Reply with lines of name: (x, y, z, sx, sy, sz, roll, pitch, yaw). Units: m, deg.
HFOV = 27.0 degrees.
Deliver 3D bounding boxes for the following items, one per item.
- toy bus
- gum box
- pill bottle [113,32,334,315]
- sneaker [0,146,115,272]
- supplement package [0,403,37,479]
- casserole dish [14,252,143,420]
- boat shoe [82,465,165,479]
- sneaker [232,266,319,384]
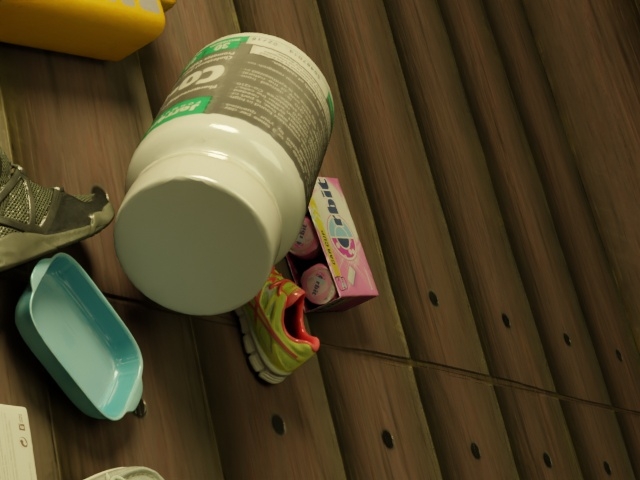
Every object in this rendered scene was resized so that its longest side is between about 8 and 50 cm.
toy bus: (-0.286, -0.289, 1.521, 0.332, 0.108, 0.130, 0, 67, -59)
gum box: (0.000, 0.000, 1.810, 0.107, 0.062, 0.188, 2, 65, -59)
pill bottle: (-0.105, -0.082, 1.525, 0.204, 0.204, 0.361, 53, 24, -20)
sneaker: (-0.295, -0.043, 1.325, 0.227, 0.087, 0.130, -23, 94, -56)
supplement package: (-0.328, 0.188, 1.061, 0.179, 0.105, 0.105, 19, 52, -52)
casserole dish: (-0.243, 0.100, 1.328, 0.188, 0.037, 0.114, 57, 29, -28)
boat shoe: (-0.212, 0.288, 1.174, 0.118, 0.103, 0.320, 63, 28, -1)
sneaker: (-0.062, 0.064, 1.621, 0.081, 0.094, 0.208, -17, 80, -60)
